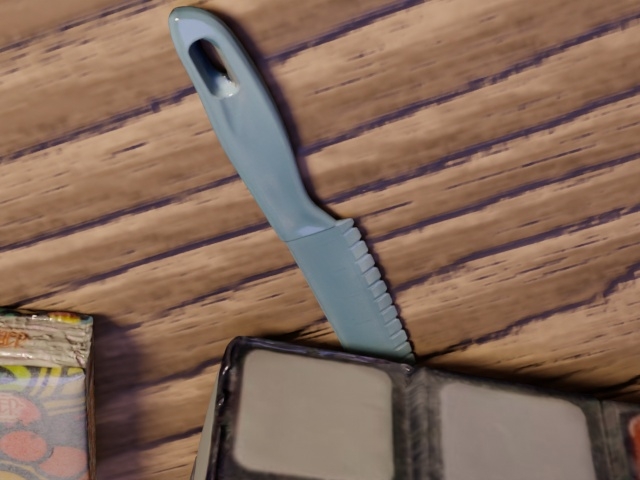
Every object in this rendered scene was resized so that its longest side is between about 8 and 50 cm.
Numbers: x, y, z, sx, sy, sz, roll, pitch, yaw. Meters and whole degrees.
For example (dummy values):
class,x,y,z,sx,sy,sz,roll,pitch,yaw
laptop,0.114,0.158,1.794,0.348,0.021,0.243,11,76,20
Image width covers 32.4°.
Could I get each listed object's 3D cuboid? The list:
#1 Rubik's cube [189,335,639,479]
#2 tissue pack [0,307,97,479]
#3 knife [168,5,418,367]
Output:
class,x,y,z,sx,sy,sz,roll,pitch,yaw
Rubik's cube,0.071,0.312,0.624,0.359,0.362,0.363,7,131,-8
tissue pack,-0.186,0.108,0.644,0.109,0.060,0.148,4,130,-7
knife,0.000,0.000,0.593,0.044,0.019,0.313,-18,130,11
